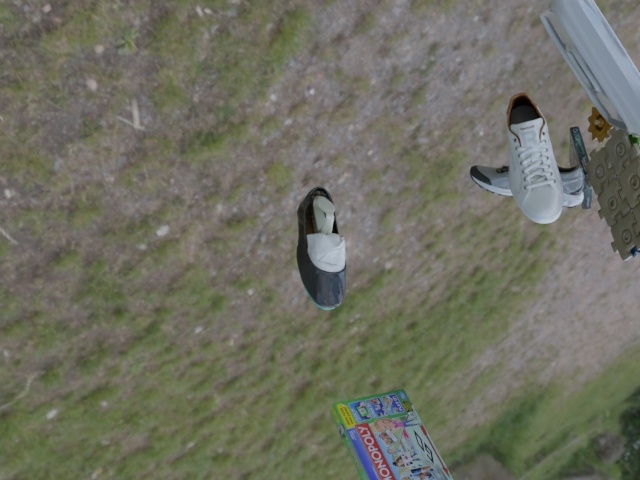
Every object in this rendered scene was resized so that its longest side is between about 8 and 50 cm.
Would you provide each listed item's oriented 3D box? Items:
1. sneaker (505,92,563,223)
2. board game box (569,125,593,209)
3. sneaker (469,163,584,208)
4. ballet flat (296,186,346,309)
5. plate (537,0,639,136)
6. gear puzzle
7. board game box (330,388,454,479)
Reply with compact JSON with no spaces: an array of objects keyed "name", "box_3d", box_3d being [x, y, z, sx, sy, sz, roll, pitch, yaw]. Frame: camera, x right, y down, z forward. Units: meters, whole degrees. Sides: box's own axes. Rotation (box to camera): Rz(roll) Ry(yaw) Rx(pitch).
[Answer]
[{"name":"sneaker","box_3d":[0.439,-0.179,1.504,0.106,0.290,0.123,-15,156,16]},{"name":"board game box","box_3d":[0.676,-0.190,1.847,0.026,0.186,0.126,-7,138,12]},{"name":"sneaker","box_3d":[0.496,-0.157,1.709,0.100,0.272,0.108,-46,142,-60]},{"name":"ballet flat","box_3d":[0.000,0.000,1.384,0.095,0.280,0.096,6,135,-19]},{"name":"plate","box_3d":[0.390,-0.256,1.016,0.045,0.277,0.278,-32,-175,17]},{"name":"gear puzzle","box_3d":[0.622,-0.136,1.465,0.044,0.338,0.175,-3,152,-15]},{"name":"board game box","box_3d":[0.181,0.529,1.784,0.214,0.317,0.046,-5,134,-25]}]
